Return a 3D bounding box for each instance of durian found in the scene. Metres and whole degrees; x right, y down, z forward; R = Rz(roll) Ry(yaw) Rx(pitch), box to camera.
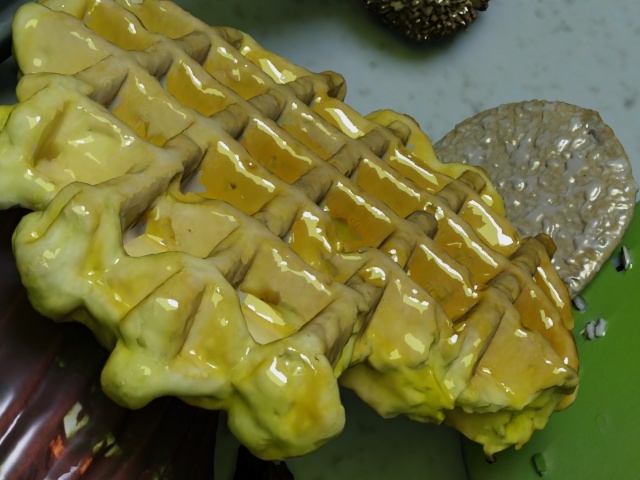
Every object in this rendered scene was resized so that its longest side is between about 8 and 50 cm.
[{"bbox_3d":[0.049,-0.135,0.683,0.091,0.080,0.080,16,64,48],"label":"durian"}]

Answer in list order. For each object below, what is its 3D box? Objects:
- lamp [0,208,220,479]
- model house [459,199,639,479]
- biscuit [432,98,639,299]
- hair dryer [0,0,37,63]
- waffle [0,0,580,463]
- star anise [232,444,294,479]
[{"bbox_3d":[-0.148,0.082,0.511,0.246,0.247,0.247,1,70,-2],"label":"lamp"},{"bbox_3d":[0.188,0.105,0.539,0.207,0.294,0.154,-40,118,18],"label":"model house"},{"bbox_3d":[0.082,-0.013,0.635,0.120,0.015,0.120,-18,52,24],"label":"biscuit"},{"bbox_3d":[-0.121,-0.111,0.537,0.284,0.320,0.156,-41,67,13],"label":"hair dryer"},{"bbox_3d":[0.001,-0.001,0.509,0.253,0.056,0.249,26,25,-25],"label":"waffle"},{"bbox_3d":[-0.005,0.156,0.579,0.212,0.053,0.157,-3,49,18],"label":"star anise"}]
